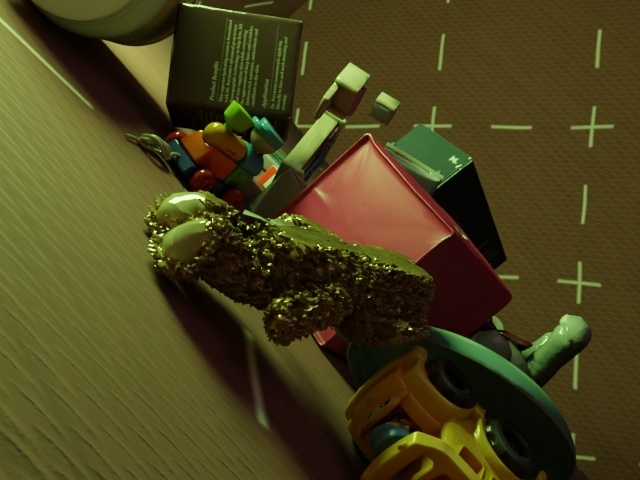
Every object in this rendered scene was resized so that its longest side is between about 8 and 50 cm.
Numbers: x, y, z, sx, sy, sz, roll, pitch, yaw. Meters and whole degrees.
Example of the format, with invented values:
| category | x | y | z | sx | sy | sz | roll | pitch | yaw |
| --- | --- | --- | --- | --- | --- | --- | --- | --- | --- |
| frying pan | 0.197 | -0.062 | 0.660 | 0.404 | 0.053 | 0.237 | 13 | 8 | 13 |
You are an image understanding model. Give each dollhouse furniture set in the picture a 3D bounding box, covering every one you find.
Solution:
| category | x | y | z | sx | sy | sz | roll | pitch | yaw |
| --- | --- | --- | --- | --- | --- | --- | --- | --- | --- |
| dollhouse furniture set | 0.091 | -0.108 | 1.492 | 0.303 | 0.286 | 0.198 | 33 | 47 | 1 |

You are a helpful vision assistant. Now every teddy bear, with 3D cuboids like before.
| category | x | y | z | sx | sy | sz | roll | pitch | yaw |
| --- | --- | --- | --- | --- | --- | --- | --- | --- | --- |
| teddy bear | -0.039 | 0.039 | 0.886 | 0.338 | 0.113 | 0.245 | 13 | 16 | -37 |

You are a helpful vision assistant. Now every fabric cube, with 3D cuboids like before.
| category | x | y | z | sx | sy | sz | roll | pitch | yaw |
| --- | --- | --- | --- | --- | --- | --- | --- | --- | --- |
| fabric cube | 0.101 | 0.040 | 1.263 | 0.258 | 0.259 | 0.254 | 39 | 13 | -49 |

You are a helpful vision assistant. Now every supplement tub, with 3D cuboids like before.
| category | x | y | z | sx | sy | sz | roll | pitch | yaw |
| --- | --- | --- | --- | --- | --- | --- | --- | --- | --- |
| supplement tub | -0.328 | -0.434 | 1.244 | 0.241 | 0.241 | 0.331 | 48 | 8 | -8 |

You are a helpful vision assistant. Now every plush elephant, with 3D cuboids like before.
| category | x | y | z | sx | sy | sz | roll | pitch | yaw |
| --- | --- | --- | --- | --- | --- | --- | --- | --- | --- |
| plush elephant | 0.284 | 0.191 | 1.473 | 0.271 | 0.330 | 0.255 | -10 | 49 | -27 |

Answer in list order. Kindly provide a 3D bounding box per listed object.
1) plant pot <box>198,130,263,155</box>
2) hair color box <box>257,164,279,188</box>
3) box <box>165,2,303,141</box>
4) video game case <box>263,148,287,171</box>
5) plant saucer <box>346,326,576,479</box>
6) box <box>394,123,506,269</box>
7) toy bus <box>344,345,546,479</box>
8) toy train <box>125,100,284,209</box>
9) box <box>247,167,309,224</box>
| category | x | y | z | sx | sy | sz | roll | pitch | yaw |
| --- | --- | --- | --- | --- | --- | --- | --- | --- | --- |
| plant pot | -0.160 | -0.244 | 1.512 | 0.201 | 0.201 | 0.180 | 44 | 26 | -32 |
| hair color box | -0.068 | -0.104 | 1.781 | 0.093 | 0.053 | 0.167 | 50 | 7 | 16 |
| box | -0.142 | -0.274 | 1.323 | 0.203 | 0.169 | 0.167 | 8 | -7 | -5 |
| video game case | -0.149 | -0.236 | 2.043 | 0.329 | 0.036 | 0.300 | 44 | 9 | -39 |
| plant saucer | 0.180 | 0.206 | 1.018 | 0.317 | 0.044 | 0.318 | 28 | -29 | 17 |
| box | 0.252 | -0.031 | 1.972 | 0.212 | 0.293 | 0.395 | 46 | -10 | 44 |
| toy bus | 0.111 | 0.248 | 0.835 | 0.220 | 0.149 | 0.211 | 48 | 23 | 7 |
| toy train | -0.158 | -0.150 | 1.164 | 0.105 | 0.143 | 0.248 | 52 | 8 | 27 |
| box | 0.000 | 0.000 | 1.449 | 0.275 | 0.113 | 0.094 | 41 | 12 | -38 |
